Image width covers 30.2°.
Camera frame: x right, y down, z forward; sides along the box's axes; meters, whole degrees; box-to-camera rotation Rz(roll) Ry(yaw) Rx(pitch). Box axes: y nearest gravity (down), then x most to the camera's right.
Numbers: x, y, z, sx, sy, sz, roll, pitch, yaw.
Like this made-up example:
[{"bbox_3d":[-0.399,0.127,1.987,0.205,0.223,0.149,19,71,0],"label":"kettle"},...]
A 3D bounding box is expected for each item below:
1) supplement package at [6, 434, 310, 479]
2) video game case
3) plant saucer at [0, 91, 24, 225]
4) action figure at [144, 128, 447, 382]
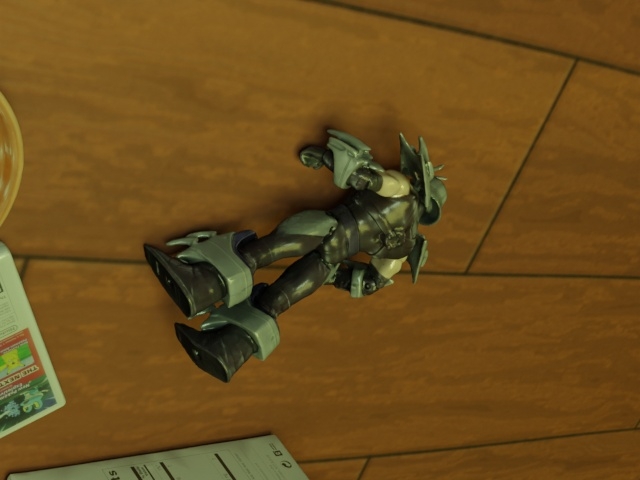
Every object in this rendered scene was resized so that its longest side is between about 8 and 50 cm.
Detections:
[{"bbox_3d":[-0.145,0.319,1.111,0.293,0.175,0.177,-2,125,-37],"label":"supplement package"},{"bbox_3d":[-0.313,0.110,0.921,0.201,0.023,0.183,-27,136,-20],"label":"video game case"},{"bbox_3d":[-0.299,-0.047,0.790,0.200,0.037,0.200,-22,135,-23],"label":"plant saucer"},{"bbox_3d":[0.000,0.000,1.029,0.285,0.099,0.185,-28,130,-23],"label":"action figure"}]
